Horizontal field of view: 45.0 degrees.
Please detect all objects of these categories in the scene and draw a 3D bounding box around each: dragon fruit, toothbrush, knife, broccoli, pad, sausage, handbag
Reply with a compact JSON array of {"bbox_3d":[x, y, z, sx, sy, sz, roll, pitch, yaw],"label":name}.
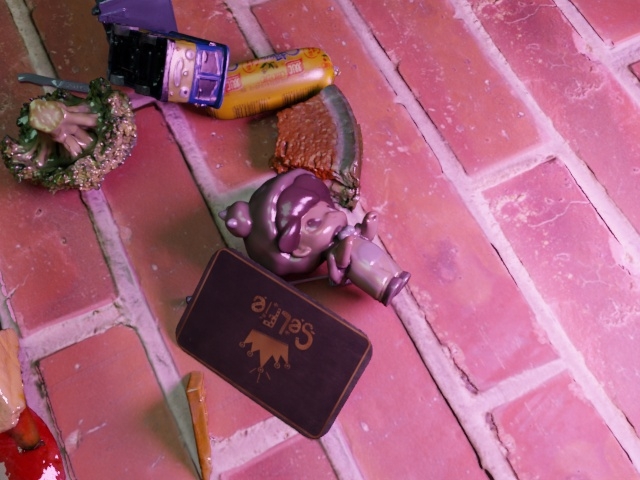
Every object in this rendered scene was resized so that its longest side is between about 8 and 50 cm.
[{"bbox_3d":[-0.597,0.455,1.403,0.282,0.100,0.343,19,67,4],"label":"dragon fruit"},{"bbox_3d":[-0.102,0.102,1.604,0.354,0.024,0.029,-9,73,-5],"label":"toothbrush"},{"bbox_3d":[-0.622,-0.373,1.839,0.211,0.015,0.028,11,58,5],"label":"knife"},{"bbox_3d":[-0.529,-0.220,1.653,0.235,0.260,0.288,36,88,-26],"label":"broccoli"},{"bbox_3d":[-0.093,0.170,1.459,0.376,0.063,0.314,31,103,14],"label":"pad"},{"bbox_3d":[-0.122,-0.359,1.769,0.347,0.123,0.123,-15,65,-8],"label":"sausage"},{"bbox_3d":[-0.426,-0.507,1.784,0.179,0.229,0.062,-23,69,-11],"label":"handbag"}]

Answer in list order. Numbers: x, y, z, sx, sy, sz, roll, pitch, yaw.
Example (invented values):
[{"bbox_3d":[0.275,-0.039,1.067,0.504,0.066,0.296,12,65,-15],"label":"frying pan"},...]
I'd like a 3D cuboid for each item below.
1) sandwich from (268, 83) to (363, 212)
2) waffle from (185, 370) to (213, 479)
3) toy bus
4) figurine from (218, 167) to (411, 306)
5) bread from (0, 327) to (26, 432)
[{"bbox_3d":[0.000,-0.222,1.711,0.212,0.109,0.291,8,65,4],"label":"sandwich"},{"bbox_3d":[-0.229,0.359,1.491,0.032,0.125,0.190,-8,98,-6],"label":"waffle"},{"bbox_3d":[-0.338,-0.383,1.681,0.175,0.138,0.288,-1,20,-39],"label":"toy bus"},{"bbox_3d":[0.001,0.000,1.547,0.381,0.203,0.248,30,43,16],"label":"figurine"},{"bbox_3d":[-0.690,0.285,1.447,0.264,0.236,0.198,-21,100,-8],"label":"bread"}]
